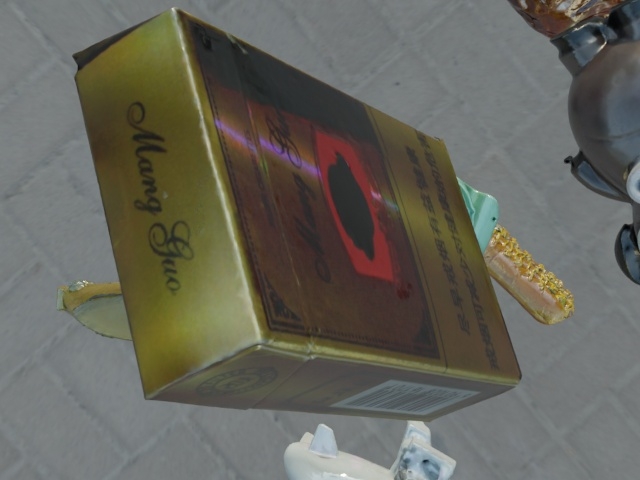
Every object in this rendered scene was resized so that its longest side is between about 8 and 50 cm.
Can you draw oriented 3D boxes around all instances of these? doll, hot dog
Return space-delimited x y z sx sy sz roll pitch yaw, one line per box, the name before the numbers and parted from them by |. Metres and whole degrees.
doll | 0.294 -0.077 0.953 0.182 0.117 0.257 -23 91 35
hot dog | 0.246 0.041 1.422 0.165 0.071 0.045 44 117 7

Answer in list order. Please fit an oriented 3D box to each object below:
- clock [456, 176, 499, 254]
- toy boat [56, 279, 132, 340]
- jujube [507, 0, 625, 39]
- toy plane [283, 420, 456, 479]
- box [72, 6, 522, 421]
clock | 0.074 -0.014 0.885 0.135 0.041 0.101 32 79 -38
toy boat | -0.140 0.056 0.927 0.149 0.049 0.047 4 105 2
jujube | 0.332 -0.464 1.674 0.216 0.216 0.342 -33 94 -2
toy plane | 0.064 0.324 1.412 0.252 0.118 0.252 5 105 17
box | 0.000 0.000 0.550 0.071 0.240 0.159 -25 67 28
